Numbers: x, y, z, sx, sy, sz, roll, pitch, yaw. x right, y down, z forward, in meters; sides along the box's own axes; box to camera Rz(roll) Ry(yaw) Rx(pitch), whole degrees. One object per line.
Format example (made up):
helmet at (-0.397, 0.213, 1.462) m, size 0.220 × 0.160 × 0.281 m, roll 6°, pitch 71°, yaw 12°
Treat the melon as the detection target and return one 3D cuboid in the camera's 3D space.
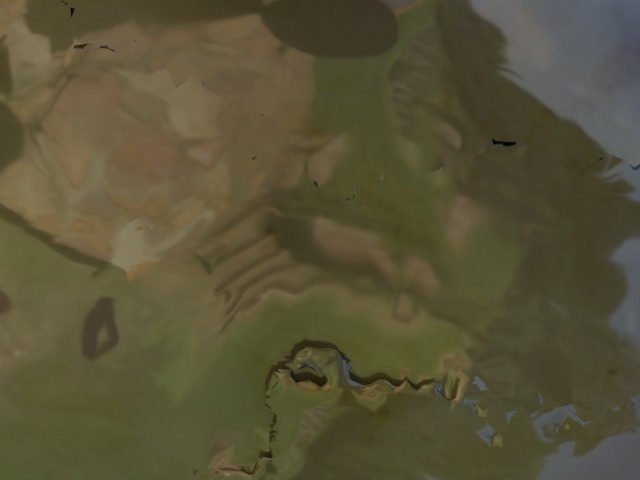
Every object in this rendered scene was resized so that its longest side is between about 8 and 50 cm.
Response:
melon at (0.000, 0.000, 0.473) m, size 0.223 × 0.317 × 0.223 m, roll -165°, pitch -90°, yaw -79°
